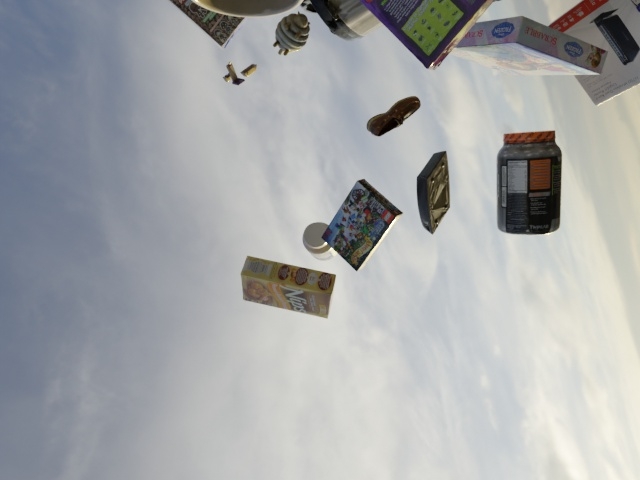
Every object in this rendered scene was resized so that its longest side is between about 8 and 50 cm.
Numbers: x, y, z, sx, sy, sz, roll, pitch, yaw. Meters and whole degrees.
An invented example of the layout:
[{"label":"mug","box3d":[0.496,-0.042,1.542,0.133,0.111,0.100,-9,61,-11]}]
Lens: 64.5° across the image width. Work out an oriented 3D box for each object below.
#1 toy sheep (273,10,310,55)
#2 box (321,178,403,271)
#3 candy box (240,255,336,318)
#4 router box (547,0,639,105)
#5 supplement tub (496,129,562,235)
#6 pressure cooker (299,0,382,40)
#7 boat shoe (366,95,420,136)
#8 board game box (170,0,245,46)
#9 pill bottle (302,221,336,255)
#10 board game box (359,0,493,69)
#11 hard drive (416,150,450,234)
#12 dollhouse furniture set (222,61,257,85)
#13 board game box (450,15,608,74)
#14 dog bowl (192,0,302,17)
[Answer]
[{"label":"toy sheep","box3d":[-0.073,-0.507,1.252,0.091,0.132,0.091,19,-124,-31]},{"label":"box","box3d":[0.119,-0.044,1.508,0.159,0.233,0.044,44,-145,18]},{"label":"candy box","box3d":[-0.112,0.165,1.768,0.183,0.316,0.087,96,-172,-54]},{"label":"router box","box3d":[0.884,-0.605,1.481,0.082,0.335,0.301,-42,-84,-28]},{"label":"supplement tub","box3d":[0.658,-0.184,1.604,0.193,0.194,0.316,-22,-68,-58]},{"label":"pressure cooker","box3d":[0.123,-0.862,1.633,0.370,0.420,0.375,31,-130,-42]},{"label":"boat shoe","box3d":[0.226,-0.363,1.508,0.060,0.178,0.064,58,178,40]},{"label":"board game box","box3d":[-0.406,-0.814,1.738,0.291,0.141,0.232,39,-173,-18]},{"label":"pill bottle","box3d":[0.000,0.000,1.888,0.221,0.124,0.124,58,-161,-76]},{"label":"board game box","box3d":[0.241,-0.502,0.878,0.208,0.347,0.056,49,-147,10]},{"label":"hard drive","box3d":[0.387,-0.163,1.731,0.172,0.054,0.254,-52,-37,-30]},{"label":"dollhouse furniture set","box3d":[-0.303,-0.642,1.867,0.114,0.091,0.081,-44,-43,-21]},{"label":"board game box","box3d":[0.538,-0.522,1.389,0.319,0.318,0.066,7,-77,-26]},{"label":"dog bowl","box3d":[-0.190,-0.668,1.276,0.349,0.349,0.102,-4,-84,-56]}]
